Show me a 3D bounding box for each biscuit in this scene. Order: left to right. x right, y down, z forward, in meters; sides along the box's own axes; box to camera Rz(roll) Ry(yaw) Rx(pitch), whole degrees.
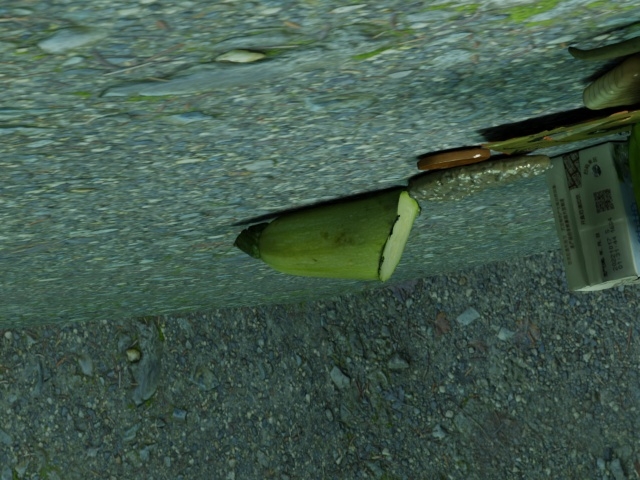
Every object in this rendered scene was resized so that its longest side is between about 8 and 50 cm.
[{"bbox_3d":[0.163,-0.102,1.895,0.091,0.015,0.078,-8,177,-9],"label":"biscuit"},{"bbox_3d":[0.190,-0.080,2.077,0.133,0.032,0.250,-5,174,-30],"label":"biscuit"},{"bbox_3d":[0.393,-0.171,1.504,0.250,0.030,0.160,-9,175,-8],"label":"biscuit"}]

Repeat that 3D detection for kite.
[{"bbox_3d":[0.332,-0.135,1.861,0.378,0.013,0.327,-10,176,-33],"label":"kite"}]

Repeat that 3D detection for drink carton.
[{"bbox_3d":[0.473,-0.037,2.193,0.132,0.194,0.325,-18,170,43],"label":"drink carton"}]

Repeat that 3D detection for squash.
[{"bbox_3d":[0.000,0.013,2.201,0.288,0.137,0.137,-11,175,19],"label":"squash"}]

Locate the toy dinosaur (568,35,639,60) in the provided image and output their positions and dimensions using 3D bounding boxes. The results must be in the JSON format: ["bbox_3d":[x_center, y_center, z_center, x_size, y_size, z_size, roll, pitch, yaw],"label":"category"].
[{"bbox_3d":[0.352,-0.171,1.259,0.251,0.072,0.200,-20,-174,-1],"label":"toy dinosaur"}]

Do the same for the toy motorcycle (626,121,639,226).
[{"bbox_3d":[0.395,-0.041,1.509,0.191,0.199,0.326,-8,-174,3],"label":"toy motorcycle"}]
